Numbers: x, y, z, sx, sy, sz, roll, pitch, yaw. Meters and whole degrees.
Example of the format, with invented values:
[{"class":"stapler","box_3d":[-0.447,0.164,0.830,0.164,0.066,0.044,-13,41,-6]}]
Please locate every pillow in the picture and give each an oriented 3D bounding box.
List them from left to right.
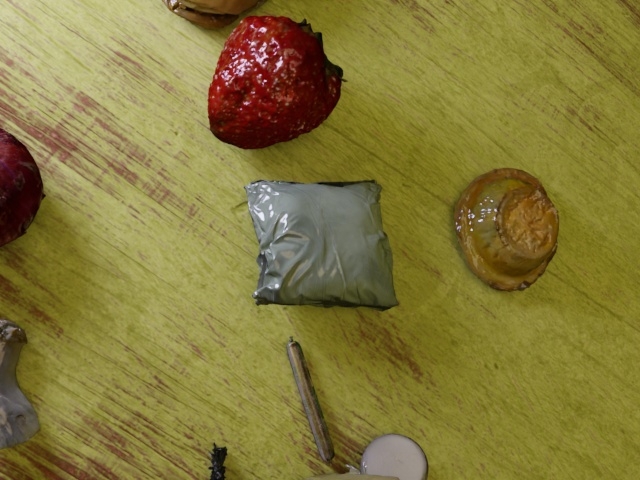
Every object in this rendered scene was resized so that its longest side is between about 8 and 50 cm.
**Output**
[{"class":"pillow","box_3d":[0.000,0.000,1.417,0.310,0.138,0.283,3,71,-19]}]

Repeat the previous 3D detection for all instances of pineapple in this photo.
[{"class":"pineapple","box_3d":[-0.189,0.446,1.323,0.058,0.058,0.124,11,73,-16]}]

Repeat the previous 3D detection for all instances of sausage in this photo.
[{"class":"sausage","box_3d":[-0.020,0.321,1.408,0.033,0.033,0.268,-17,86,-20]}]

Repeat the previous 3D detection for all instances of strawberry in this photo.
[{"class":"strawberry","box_3d":[-0.106,-0.300,1.385,0.277,0.257,0.257,-44,96,-6]}]

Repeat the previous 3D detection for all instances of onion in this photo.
[{"class":"onion","box_3d":[-0.606,-0.098,1.206,0.247,0.190,0.246,7,61,-12]}]

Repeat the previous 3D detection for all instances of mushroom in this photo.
[{"class":"mushroom","box_3d":[-0.551,0.248,1.224,0.092,0.081,0.223,-10,81,-1]}]

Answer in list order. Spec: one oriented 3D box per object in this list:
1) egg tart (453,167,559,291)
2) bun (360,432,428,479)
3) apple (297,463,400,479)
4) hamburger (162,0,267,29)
[{"class":"egg tart","box_3d":[0.432,-0.028,1.577,0.289,0.118,0.287,2,85,-19]},{"class":"bun","box_3d":[0.145,0.465,1.408,0.138,0.094,0.138,1,47,-1]},{"class":"apple","box_3d":[-0.018,0.528,1.239,0.252,0.309,0.314,41,112,27]},{"class":"hamburger","box_3d":[-0.222,-0.591,1.434,0.319,0.158,0.318,4,78,-17]}]
